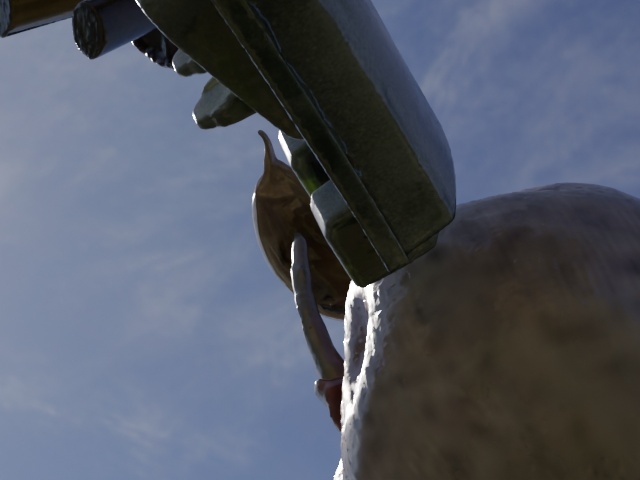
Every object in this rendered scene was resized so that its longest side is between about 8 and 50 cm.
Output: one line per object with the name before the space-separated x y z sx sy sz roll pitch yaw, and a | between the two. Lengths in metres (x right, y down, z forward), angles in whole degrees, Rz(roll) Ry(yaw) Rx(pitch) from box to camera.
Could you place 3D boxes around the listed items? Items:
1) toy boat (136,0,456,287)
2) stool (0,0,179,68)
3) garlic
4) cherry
toy boat | -0.041 -0.116 0.575 0.092 0.141 0.319 -31 -51 5
stool | -0.163 -0.271 1.159 0.178 0.272 0.272 -14 -24 -37
garlic | -0.001 0.002 0.945 0.152 0.084 0.066 33 -3 -1
cherry | 0.150 0.111 0.768 0.335 0.291 0.326 -16 -55 18
